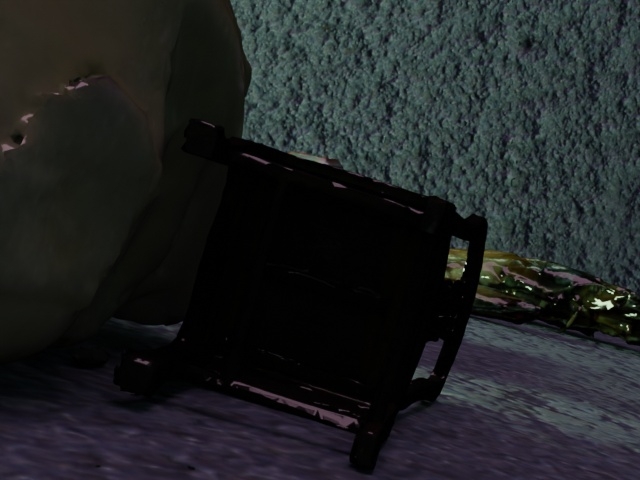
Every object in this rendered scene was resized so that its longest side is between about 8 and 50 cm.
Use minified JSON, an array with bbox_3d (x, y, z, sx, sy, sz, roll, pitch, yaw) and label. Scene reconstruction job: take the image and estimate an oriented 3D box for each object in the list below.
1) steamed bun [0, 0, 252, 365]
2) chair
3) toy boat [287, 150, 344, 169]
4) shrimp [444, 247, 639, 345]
[{"bbox_3d":[-0.158,-0.108,0.517,0.346,0.237,0.394,20,8,-33],"label":"steamed bun"},{"bbox_3d":[0.008,0.022,0.539,0.113,0.106,0.229,18,2,9],"label":"chair"},{"bbox_3d":[0.000,0.000,0.856,0.114,0.115,0.262,14,2,16],"label":"toy boat"},{"bbox_3d":[0.217,0.064,1.308,0.365,0.071,0.233,16,12,29],"label":"shrimp"}]
